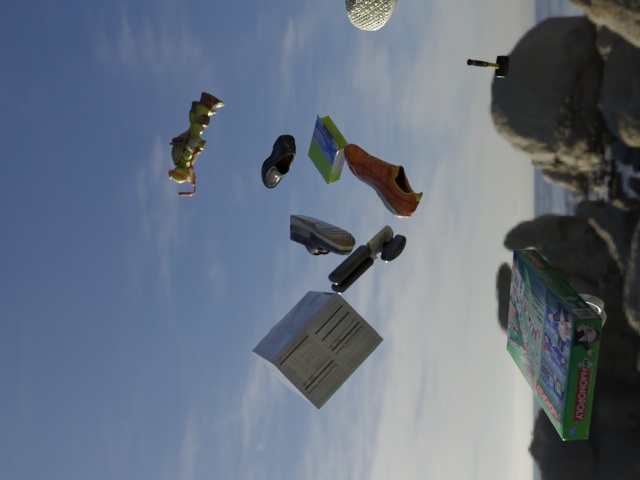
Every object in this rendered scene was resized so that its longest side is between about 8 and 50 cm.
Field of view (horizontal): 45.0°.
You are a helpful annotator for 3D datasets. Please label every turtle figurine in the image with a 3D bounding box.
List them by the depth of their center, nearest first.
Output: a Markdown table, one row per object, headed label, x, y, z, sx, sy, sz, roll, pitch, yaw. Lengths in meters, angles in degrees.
| label | x | y | z | sx | sy | sz | roll | pitch | yaw |
| --- | --- | --- | --- | --- | --- | --- | --- | --- | --- |
| turtle figurine | -0.292 | -0.211 | 1.726 | 0.269 | 0.087 | 0.217 | 133 | 154 | -72 |

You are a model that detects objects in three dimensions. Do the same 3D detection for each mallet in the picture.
| label | x | y | z | sx | sy | sz | roll | pitch | yaw |
| --- | --- | --- | --- | --- | --- | --- | --- | --- | --- |
| mallet | 0.470 | -0.501 | 2.160 | 0.190 | 0.039 | 0.062 | 3 | -81 | -47 |

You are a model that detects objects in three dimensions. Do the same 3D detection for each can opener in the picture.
| label | x | y | z | sx | sy | sz | roll | pitch | yaw |
| --- | --- | --- | --- | --- | --- | --- | --- | --- | --- |
| can opener | 0.145 | 0.057 | 2.284 | 0.283 | 0.095 | 0.076 | -42 | -49 | -32 |

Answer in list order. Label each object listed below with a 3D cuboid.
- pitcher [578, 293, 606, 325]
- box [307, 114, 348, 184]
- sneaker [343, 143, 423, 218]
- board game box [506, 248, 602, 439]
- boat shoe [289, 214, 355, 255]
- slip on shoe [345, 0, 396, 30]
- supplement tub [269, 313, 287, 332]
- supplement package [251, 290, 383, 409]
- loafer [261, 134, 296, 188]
| label | x | y | z | sx | sy | sz | roll | pitch | yaw |
| --- | --- | --- | --- | --- | --- | --- | --- | --- | --- |
| pitcher | 0.579 | 0.157 | 1.869 | 0.125 | 0.207 | 0.177 | -61 | -27 | -24 |
| box | 0.020 | -0.239 | 2.004 | 0.109 | 0.042 | 0.178 | 57 | 157 | 21 |
| sneaker | 0.107 | -0.112 | 1.297 | 0.064 | 0.175 | 0.067 | -8 | -43 | -52 |
| board game box | 0.396 | 0.167 | 1.347 | 0.317 | 0.046 | 0.213 | -101 | 9 | -70 |
| boat shoe | 0.000 | 0.000 | 2.201 | 0.103 | 0.285 | 0.092 | -2 | -72 | -36 |
| slip on shoe | 0.128 | -0.620 | 1.751 | 0.331 | 0.123 | 0.101 | 94 | -166 | -52 |
| supplement tub | -0.096 | 0.260 | 2.249 | 0.107 | 0.071 | 0.071 | -44 | 22 | 42 |
| supplement package | -0.013 | 0.232 | 1.706 | 0.204 | 0.145 | 0.262 | -45 | 9 | -12 |
| loafer | -0.106 | -0.186 | 1.942 | 0.170 | 0.062 | 0.061 | 115 | 146 | -44 |
